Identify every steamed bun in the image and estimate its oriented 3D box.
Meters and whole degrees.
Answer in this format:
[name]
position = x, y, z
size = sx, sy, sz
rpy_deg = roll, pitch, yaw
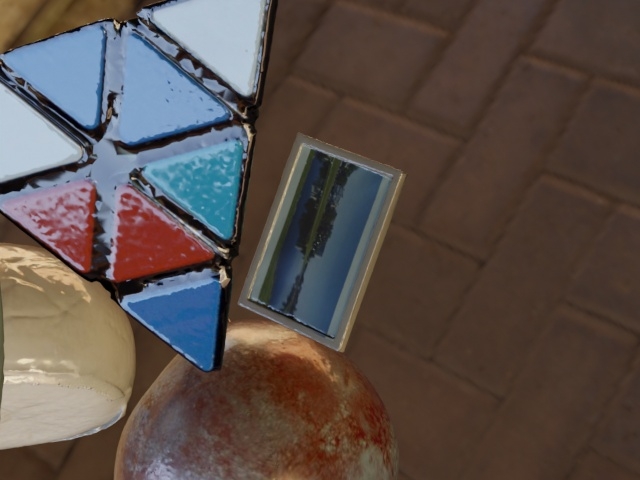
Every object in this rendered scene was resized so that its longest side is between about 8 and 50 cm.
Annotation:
[steamed bun]
position = -0.242, 0.069, 1.116
size = 0.228, 0.177, 0.130
rpy_deg = -5, 68, -3

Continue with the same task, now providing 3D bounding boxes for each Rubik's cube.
[Rubik's cube]
position = -0.166, -0.047, 1.025
size = 0.284, 0.234, 0.250
rpy_deg = -146, 60, -78

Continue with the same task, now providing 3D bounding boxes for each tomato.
[tomato]
position = -0.071, 0.242, 1.757
size = 0.283, 0.317, 0.316
rpy_deg = 29, 83, 32

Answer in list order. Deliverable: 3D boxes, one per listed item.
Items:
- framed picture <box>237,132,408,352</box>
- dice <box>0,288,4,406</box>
[framed picture]
position = 0.000, 0.000, 1.282
size = 0.109, 0.011, 0.149
rpy_deg = 22, 95, 35
[dice]
position = -0.255, 0.050, 0.407
size = 0.268, 0.262, 0.264
rpy_deg = 11, 95, 18
